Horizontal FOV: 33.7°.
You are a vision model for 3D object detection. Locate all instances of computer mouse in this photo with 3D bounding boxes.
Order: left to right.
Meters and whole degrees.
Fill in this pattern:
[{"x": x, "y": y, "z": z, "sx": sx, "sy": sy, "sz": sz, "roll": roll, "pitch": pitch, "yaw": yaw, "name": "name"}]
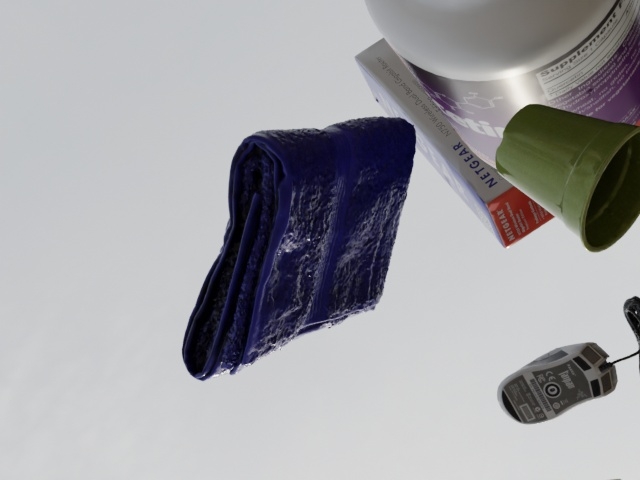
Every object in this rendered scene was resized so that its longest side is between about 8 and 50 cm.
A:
[{"x": 0.281, "y": 0.140, "z": 1.148, "sx": 0.106, "sy": 0.193, "sz": 0.042, "roll": 60, "pitch": -156, "yaw": -10, "name": "computer mouse"}]

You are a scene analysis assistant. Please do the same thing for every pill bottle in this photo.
[{"x": 0.140, "y": -0.170, "z": 0.756, "sx": 0.323, "sy": 0.181, "sz": 0.182, "roll": 33, "pitch": -127, "yaw": -62, "name": "pill bottle"}]

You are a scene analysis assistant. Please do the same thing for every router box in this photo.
[{"x": 0.242, "y": -0.191, "z": 1.222, "sx": 0.301, "sy": 0.335, "sz": 0.082, "roll": -33, "pitch": -46, "yaw": 0, "name": "router box"}]

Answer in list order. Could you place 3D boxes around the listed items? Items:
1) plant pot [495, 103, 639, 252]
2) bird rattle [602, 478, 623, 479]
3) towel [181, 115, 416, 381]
[{"x": 0.153, "y": -0.046, "z": 0.648, "sx": 0.083, "sy": 0.079, "sz": 0.083, "roll": -29, "pitch": -45, "yaw": -34, "name": "plant pot"}, {"x": 0.238, "y": 0.168, "z": 0.575, "sx": 0.143, "sy": 0.207, "sz": 0.253, "roll": 56, "pitch": -173, "yaw": 16, "name": "bird rattle"}, {"x": 0.000, "y": 0.000, "z": 1.002, "sx": 0.308, "sy": 0.076, "sz": 0.228, "roll": -21, "pitch": -48, "yaw": -61, "name": "towel"}]
